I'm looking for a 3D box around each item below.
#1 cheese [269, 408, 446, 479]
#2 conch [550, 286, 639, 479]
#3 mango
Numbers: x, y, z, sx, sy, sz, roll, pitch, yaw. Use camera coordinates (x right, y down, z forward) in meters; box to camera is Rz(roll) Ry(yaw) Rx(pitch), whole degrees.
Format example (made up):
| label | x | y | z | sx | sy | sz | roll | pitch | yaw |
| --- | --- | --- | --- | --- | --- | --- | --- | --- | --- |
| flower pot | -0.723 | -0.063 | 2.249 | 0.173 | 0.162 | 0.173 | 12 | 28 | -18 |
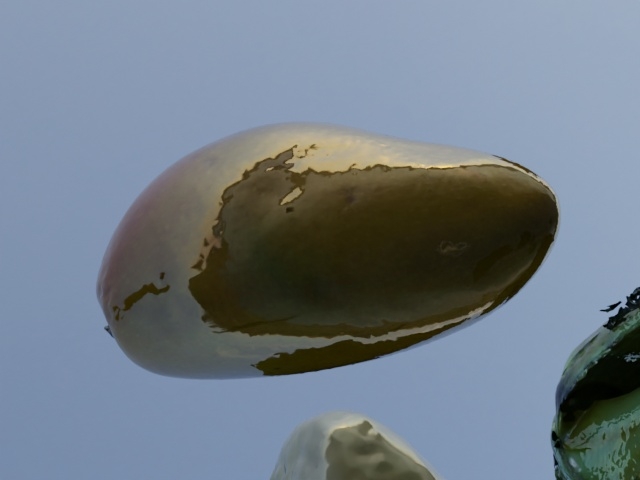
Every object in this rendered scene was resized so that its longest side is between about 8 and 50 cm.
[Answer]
| label | x | y | z | sx | sy | sz | roll | pitch | yaw |
| --- | --- | --- | --- | --- | --- | --- | --- | --- | --- |
| cheese | 0.017 | 0.246 | 0.906 | 0.248 | 0.173 | 0.251 | -40 | -83 | -29 |
| conch | 0.175 | 0.089 | 0.826 | 0.095 | 0.201 | 0.079 | 21 | -144 | 4 |
| mango | 0.000 | 0.000 | 0.797 | 0.113 | 0.253 | 0.138 | 57 | -150 | -48 |
